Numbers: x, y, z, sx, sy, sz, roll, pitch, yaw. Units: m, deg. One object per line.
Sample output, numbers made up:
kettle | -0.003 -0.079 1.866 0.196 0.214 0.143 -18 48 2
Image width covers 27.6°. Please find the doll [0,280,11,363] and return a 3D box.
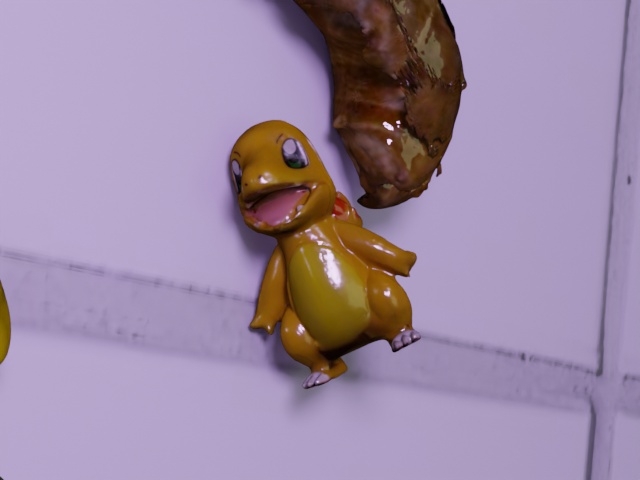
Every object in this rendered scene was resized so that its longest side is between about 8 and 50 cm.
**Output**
doll | -0.206 0.047 0.640 0.113 0.071 0.135 -10 102 -40

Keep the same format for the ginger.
ginger | 0.019 -0.167 0.861 0.133 0.107 0.309 -59 135 -43

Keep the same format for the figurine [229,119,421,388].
figurine | 0.000 -0.003 0.867 0.176 0.121 0.122 62 19 -15

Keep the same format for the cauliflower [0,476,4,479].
cauliflower | -0.265 0.148 0.494 0.315 0.239 0.256 -26 154 -26
